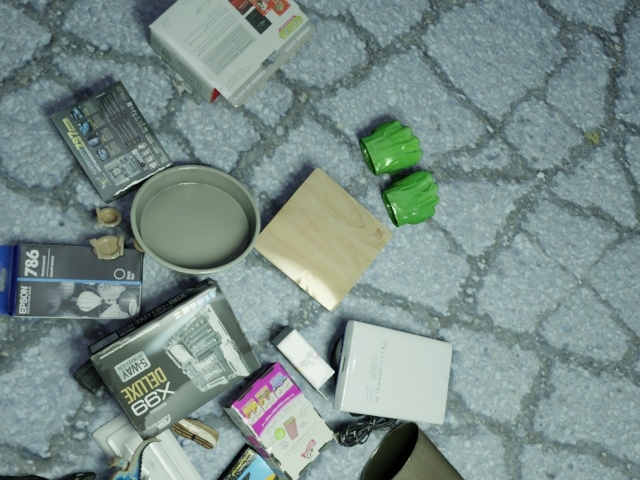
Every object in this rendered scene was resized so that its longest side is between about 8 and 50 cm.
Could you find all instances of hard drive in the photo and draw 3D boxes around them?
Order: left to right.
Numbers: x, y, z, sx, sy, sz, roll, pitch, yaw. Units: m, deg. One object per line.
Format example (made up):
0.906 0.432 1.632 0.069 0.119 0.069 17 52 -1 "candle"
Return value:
0.188 0.332 1.421 0.319 0.040 0.210 17 75 -29 "hard drive"

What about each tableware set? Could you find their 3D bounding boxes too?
-0.446 -0.021 1.324 0.169 0.020 0.141 -5 55 -20 "tableware set"

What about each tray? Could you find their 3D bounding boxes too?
-0.392 0.516 1.321 0.145 0.030 0.270 -34 93 -13 "tray"

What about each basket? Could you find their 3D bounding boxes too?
0.252 0.597 1.415 0.227 0.154 0.204 41 92 -12 "basket"

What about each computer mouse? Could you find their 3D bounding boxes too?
0.084 0.357 1.425 0.189 0.072 0.271 -12 90 -35 "computer mouse"

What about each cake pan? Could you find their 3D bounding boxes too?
-0.290 -0.044 1.334 0.294 0.054 0.292 8 59 -14 "cake pan"

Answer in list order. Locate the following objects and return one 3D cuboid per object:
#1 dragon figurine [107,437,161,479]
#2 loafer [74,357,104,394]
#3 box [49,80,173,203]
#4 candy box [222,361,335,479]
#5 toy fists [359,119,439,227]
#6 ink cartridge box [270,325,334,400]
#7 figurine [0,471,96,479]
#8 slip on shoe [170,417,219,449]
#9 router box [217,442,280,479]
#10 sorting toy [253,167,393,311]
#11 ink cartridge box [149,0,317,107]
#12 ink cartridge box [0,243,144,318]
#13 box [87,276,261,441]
-0.417 0.551 1.243 0.289 0.085 0.144 -48 116 -8 "dragon figurine"
-0.453 0.258 1.308 0.223 0.076 0.078 -41 97 -8 "loafer"
-0.488 -0.230 1.348 0.184 0.059 0.232 -33 94 -15 "box"
-0.097 0.430 1.359 0.159 0.071 0.233 -39 94 -33 "candy box"
0.214 -0.176 1.502 0.142 0.096 0.279 -23 92 -5 "toy fists"
-0.033 0.297 1.390 0.062 0.104 0.181 -43 96 -13 "ink cartridge box"
-0.601 0.612 1.236 0.210 0.092 0.214 3 85 -18 "figurine"
-0.301 0.440 1.346 0.136 0.051 0.041 29 39 -2 "slip on shoe"
-0.181 0.597 1.357 0.133 0.046 0.178 41 77 -8 "router box"
0.000 0.000 1.433 0.257 0.089 0.255 41 77 -8 "sorting toy"
-0.211 -0.501 1.405 0.272 0.130 0.309 44 77 -8 "ink cartridge box"
-0.577 0.094 1.297 0.333 0.065 0.165 2 85 -13 "ink cartridge box"
-0.322 0.264 1.288 0.308 0.077 0.242 -30 110 -21 "box"
